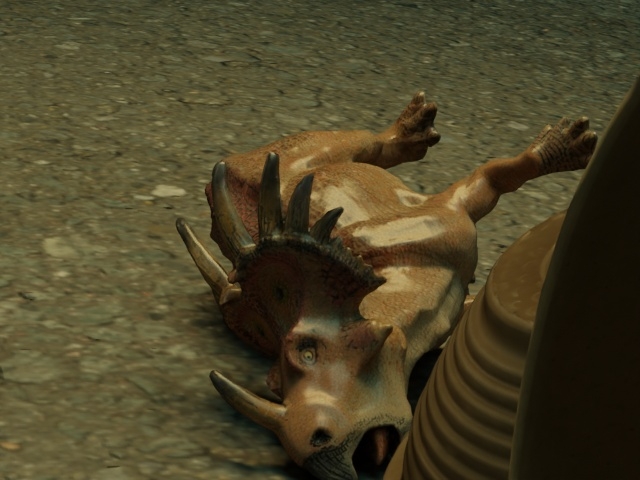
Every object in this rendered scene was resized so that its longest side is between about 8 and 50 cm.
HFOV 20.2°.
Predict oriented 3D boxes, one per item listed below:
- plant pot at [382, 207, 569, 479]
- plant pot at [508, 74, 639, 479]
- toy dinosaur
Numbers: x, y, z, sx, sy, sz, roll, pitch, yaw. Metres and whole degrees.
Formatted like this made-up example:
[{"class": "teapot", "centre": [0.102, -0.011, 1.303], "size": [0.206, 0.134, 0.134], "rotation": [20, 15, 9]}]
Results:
[{"class": "plant pot", "centre": [0.127, 0.050, 0.629], "size": [0.237, 0.110, 0.237], "rotation": [-14, 21, 6]}, {"class": "plant pot", "centre": [0.174, 0.089, 0.339], "size": [0.190, 0.284, 0.284], "rotation": [0, 18, -16]}, {"class": "toy dinosaur", "centre": [0.000, 0.000, 0.871], "size": [0.200, 0.127, 0.295], "rotation": [-9, 16, -24]}]
